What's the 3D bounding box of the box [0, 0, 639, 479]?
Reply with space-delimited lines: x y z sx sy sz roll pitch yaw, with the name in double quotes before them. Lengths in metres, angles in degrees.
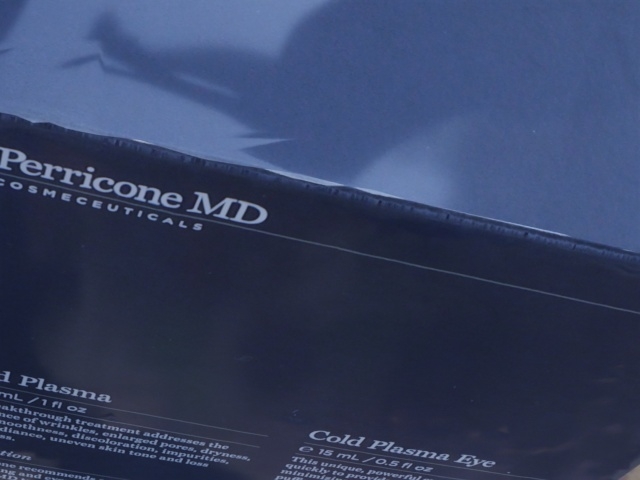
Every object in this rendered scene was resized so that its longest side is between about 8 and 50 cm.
"box" 0.000 0.000 0.575 0.312 0.343 0.179 124 154 -53
